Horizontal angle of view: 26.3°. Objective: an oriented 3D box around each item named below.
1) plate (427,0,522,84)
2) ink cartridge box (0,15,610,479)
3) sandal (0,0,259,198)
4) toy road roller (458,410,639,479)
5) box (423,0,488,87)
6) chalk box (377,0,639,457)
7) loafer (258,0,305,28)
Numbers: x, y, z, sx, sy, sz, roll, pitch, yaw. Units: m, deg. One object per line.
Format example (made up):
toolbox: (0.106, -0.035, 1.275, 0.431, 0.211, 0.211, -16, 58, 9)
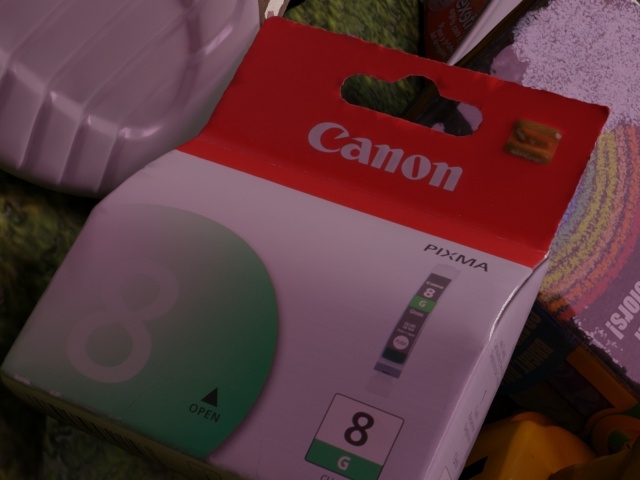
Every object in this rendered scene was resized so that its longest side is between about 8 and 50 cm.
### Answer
plate: (0.165, -0.066, 0.945, 0.278, 0.277, 0.045, 38, -4, -38)
ink cartridge box: (0.000, 0.000, 0.575, 0.224, 0.181, 0.056, -64, 158, -19)
sandal: (-0.171, -0.157, 0.559, 0.102, 0.169, 0.416, 35, -1, 42)
toy road roller: (0.078, 0.202, 0.562, 0.202, 0.241, 0.329, 57, 31, -14)
box: (0.202, -0.108, 1.089, 0.257, 0.128, 0.122, 39, 39, -38)
chalk box: (0.154, 0.028, 0.739, 0.289, 0.179, 0.180, 45, 64, -3)
loafer: (-0.033, -0.164, 0.841, 0.050, 0.056, 0.148, 53, 42, -21)
